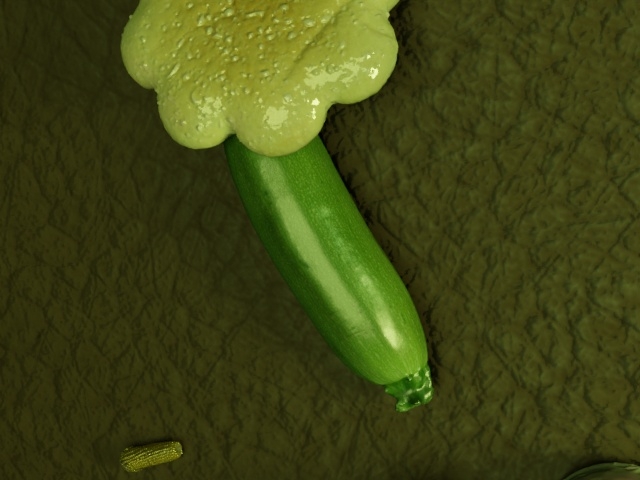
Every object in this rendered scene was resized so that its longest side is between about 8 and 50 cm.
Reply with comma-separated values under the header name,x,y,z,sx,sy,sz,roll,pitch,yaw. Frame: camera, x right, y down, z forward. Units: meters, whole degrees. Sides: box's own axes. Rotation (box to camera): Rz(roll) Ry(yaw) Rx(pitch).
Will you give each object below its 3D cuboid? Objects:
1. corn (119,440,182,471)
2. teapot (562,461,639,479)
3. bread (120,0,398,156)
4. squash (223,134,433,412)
name,x,y,z,sx,sy,sz,roll,pitch,yaw
corn,-0.198,0.248,1.311,0.083,0.028,0.027,-15,135,22
teapot,0.281,0.337,1.063,0.163,0.178,0.221,-16,93,23
bread,-0.063,-0.231,1.127,0.316,0.054,0.316,-5,74,17
squash,0.000,0.000,1.161,0.107,0.107,0.395,-30,88,22
